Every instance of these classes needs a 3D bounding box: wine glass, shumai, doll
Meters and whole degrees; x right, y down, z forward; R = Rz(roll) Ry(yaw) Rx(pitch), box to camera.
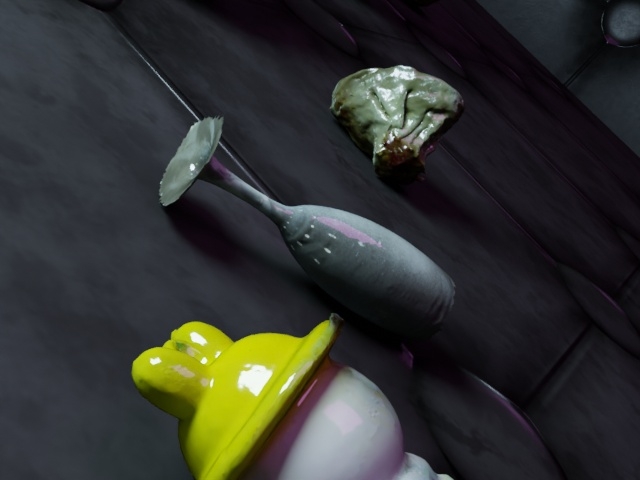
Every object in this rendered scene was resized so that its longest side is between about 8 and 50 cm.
[{"bbox_3d":[0.000,0.000,0.563,0.198,0.066,0.066,32,24,-27],"label":"wine glass"},{"bbox_3d":[0.066,-0.099,0.849,0.099,0.123,0.087,45,52,-53],"label":"shumai"},{"bbox_3d":[0.029,0.116,0.350,0.241,0.099,0.135,42,44,3],"label":"doll"}]

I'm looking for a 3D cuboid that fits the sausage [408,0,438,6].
[{"bbox_3d":[0.056,-0.611,1.717,0.500,0.123,0.136,33,53,-23],"label":"sausage"}]
